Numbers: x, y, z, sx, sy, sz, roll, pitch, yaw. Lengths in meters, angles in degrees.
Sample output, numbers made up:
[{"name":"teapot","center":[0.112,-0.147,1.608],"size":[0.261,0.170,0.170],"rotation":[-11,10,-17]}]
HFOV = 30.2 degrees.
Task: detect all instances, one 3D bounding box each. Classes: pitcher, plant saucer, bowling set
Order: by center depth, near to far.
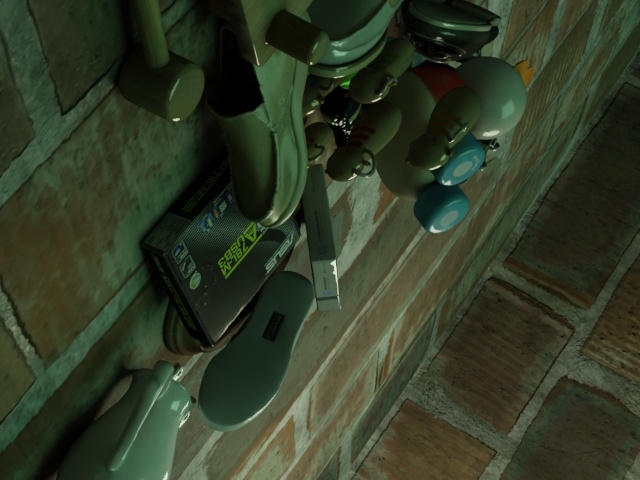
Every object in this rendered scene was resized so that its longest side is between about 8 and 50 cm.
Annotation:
[{"name":"pitcher","center":[-0.228,0.244,1.400],"size":[0.207,0.126,0.177],"rotation":[-61,174,-20]},{"name":"bowling set","center":[0.026,-0.173,1.407],"size":[0.199,0.287,0.154],"rotation":[61,39,-21]},{"name":"plant saucer","center":[-0.106,0.039,1.563],"size":[0.278,0.041,0.278],"rotation":[-51,163,-23]}]

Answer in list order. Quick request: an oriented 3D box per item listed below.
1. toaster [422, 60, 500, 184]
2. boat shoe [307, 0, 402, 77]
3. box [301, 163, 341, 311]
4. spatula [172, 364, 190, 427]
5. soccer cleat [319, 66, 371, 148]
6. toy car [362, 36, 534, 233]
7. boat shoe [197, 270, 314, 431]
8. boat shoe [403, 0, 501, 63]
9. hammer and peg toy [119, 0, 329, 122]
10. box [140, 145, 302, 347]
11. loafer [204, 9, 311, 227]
[{"name":"toaster","center":[0.194,-0.189,1.841],"size":[0.168,0.186,0.110],"rotation":[-51,167,-53]},{"name":"boat shoe","center":[0.048,-0.295,1.314],"size":[0.103,0.113,0.302],"rotation":[103,13,-45]},{"name":"box","center":[0.000,0.000,1.662],"size":[0.186,0.038,0.145],"rotation":[86,-3,-66]},{"name":"spatula","center":[-0.257,0.287,1.599],"size":[0.242,0.019,0.168],"rotation":[-51,157,-31]},{"name":"soccer cleat","center":[0.030,-0.167,1.582],"size":[0.072,0.060,0.179],"rotation":[-38,149,-29]},{"name":"toy car","center":[0.196,-0.169,1.624],"size":[0.238,0.219,0.210],"rotation":[-22,149,-20]},{"name":"boat shoe","center":[-0.088,0.156,1.573],"size":[0.088,0.096,0.267],"rotation":[110,3,-49]},{"name":"boat shoe","center":[0.192,-0.293,1.736],"size":[0.335,0.112,0.095],"rotation":[-30,143,-67]},{"name":"hammer and peg toy","center":[-0.037,-0.270,1.041],"size":[0.361,0.127,0.266],"rotation":[-55,164,-16]},{"name":"box","center":[-0.110,0.000,1.386],"size":[0.190,0.045,0.184],"rotation":[-51,144,-25]},{"name":"loafer","center":[-0.073,-0.132,1.246],"size":[0.092,0.102,0.268],"rotation":[-18,126,-33]}]
